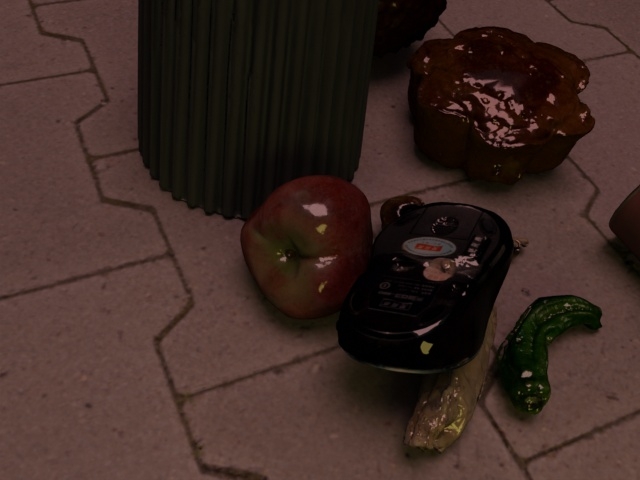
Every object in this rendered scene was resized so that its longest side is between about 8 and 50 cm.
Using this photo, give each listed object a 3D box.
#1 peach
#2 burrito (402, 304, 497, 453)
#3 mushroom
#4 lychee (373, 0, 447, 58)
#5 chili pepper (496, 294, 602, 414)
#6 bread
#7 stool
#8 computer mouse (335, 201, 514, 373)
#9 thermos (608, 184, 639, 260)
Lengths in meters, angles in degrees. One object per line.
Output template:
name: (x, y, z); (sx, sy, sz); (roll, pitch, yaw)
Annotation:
peach: (0.000, 0.000, 0.795); (0.152, 0.152, 0.152); (5, 48, -5)
burrito: (0.136, 0.127, 0.757); (0.058, 0.063, 0.229); (-16, 29, 32)
mushroom: (0.158, -0.007, 0.886); (0.187, 0.061, 0.060); (16, 60, -10)
lychee: (0.054, -0.395, 1.065); (0.304, 0.275, 0.275); (-37, 60, -6)
chili pepper: (0.239, 0.110, 0.790); (0.073, 0.050, 0.182); (29, 48, 26)
bread: (0.230, -0.180, 0.989); (0.247, 0.135, 0.232); (11, 48, 1)
stool: (-0.072, -0.238, 0.863); (0.297, 0.330, 0.297); (5, 48, -5)
computer mouse: (0.107, 0.053, 0.737); (0.137, 0.096, 0.233); (5, 39, 35)
thermos: (0.459, 0.040, 0.828); (0.176, 0.146, 0.265); (-13, 57, -28)
